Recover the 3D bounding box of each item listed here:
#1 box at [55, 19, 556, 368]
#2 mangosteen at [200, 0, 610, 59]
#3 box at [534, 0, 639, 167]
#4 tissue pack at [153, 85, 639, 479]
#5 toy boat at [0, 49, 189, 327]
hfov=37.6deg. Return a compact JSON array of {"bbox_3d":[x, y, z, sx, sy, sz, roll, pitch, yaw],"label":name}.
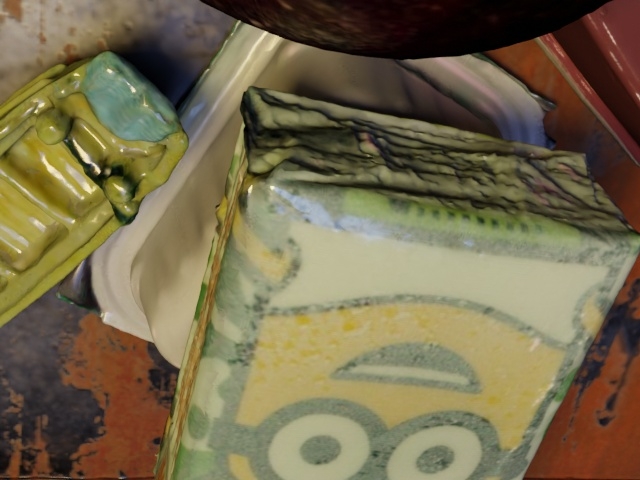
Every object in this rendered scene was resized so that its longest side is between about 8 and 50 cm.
[{"bbox_3d":[0.000,0.000,0.673,0.264,0.106,0.337,28,113,-23],"label":"box"},{"bbox_3d":[0.046,-0.292,0.380,0.382,0.382,0.435,43,72,-28],"label":"mangosteen"},{"bbox_3d":[0.245,-0.147,0.586,0.193,0.167,0.294,-38,119,16],"label":"box"},{"bbox_3d":[0.028,0.081,0.593,0.228,0.128,0.311,9,121,-15],"label":"tissue pack"},{"bbox_3d":[-0.202,-0.028,0.635,0.276,0.084,0.111,-38,116,21],"label":"toy boat"}]
